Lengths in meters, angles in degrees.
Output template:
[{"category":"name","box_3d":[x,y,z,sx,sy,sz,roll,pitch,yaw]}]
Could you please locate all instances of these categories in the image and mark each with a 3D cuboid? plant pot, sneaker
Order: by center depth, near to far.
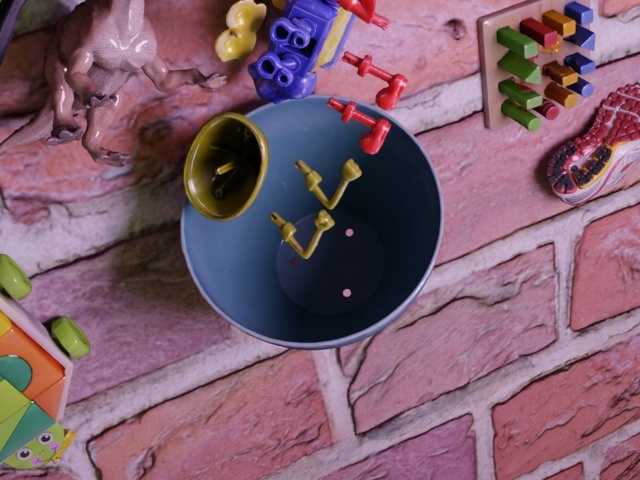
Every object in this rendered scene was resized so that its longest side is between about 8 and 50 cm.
[{"category":"plant pot","box_3d":[0.000,0.000,1.164,0.290,0.290,0.195,-35,162,-4]},{"category":"sneaker","box_3d":[0.415,-0.137,1.399,0.225,0.088,0.092,-38,150,-1]}]

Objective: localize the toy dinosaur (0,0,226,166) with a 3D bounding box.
[{"category":"toy dinosaur","box_3d":[-0.224,-0.200,0.982,0.296,0.200,0.127,-35,159,35]}]

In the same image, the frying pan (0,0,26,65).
[{"category":"frying pan","box_3d":[-0.228,-0.275,0.868,0.053,0.197,0.326,5,100,-38]}]

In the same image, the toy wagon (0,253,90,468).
[{"category":"toy wagon","box_3d":[-0.404,0.179,1.165,0.267,0.068,0.344,-36,129,-3]}]

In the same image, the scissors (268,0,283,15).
[{"category":"scissors","box_3d":[-0.055,-0.370,1.033,0.109,0.021,0.297,-32,130,-3]}]

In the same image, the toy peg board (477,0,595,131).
[{"category":"toy peg board","box_3d":[0.297,-0.225,1.272,0.161,0.079,0.161,-22,127,-14]}]

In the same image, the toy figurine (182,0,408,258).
[{"category":"toy figurine","box_3d":[0.004,-0.190,1.056,0.191,0.217,0.362,26,121,2]}]
